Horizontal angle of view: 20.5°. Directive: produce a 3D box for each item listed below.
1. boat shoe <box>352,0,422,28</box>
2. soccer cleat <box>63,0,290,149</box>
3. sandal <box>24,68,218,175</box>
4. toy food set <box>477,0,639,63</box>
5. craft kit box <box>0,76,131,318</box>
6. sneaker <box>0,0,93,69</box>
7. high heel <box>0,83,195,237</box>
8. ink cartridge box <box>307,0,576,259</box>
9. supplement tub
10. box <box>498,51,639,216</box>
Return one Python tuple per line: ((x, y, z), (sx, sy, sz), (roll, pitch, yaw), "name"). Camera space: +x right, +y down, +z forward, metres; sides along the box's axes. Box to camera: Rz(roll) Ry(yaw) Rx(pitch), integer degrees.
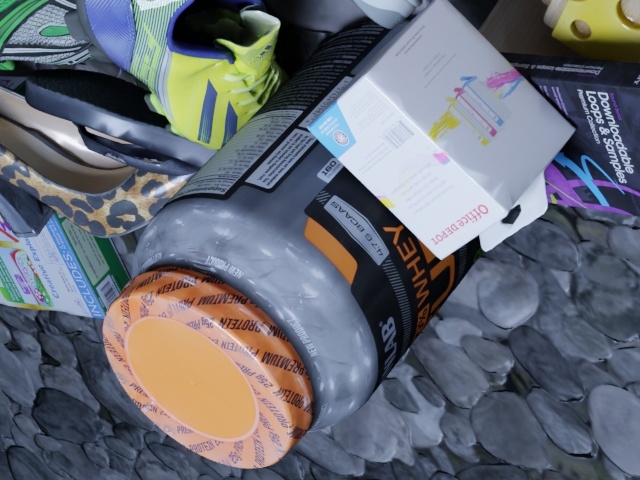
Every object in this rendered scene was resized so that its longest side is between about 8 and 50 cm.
((-0.015, -0.290, 1.155), (0.103, 0.118, 0.320), (-35, 100, 13), "boat shoe")
((-0.071, -0.131, 1.276), (0.121, 0.093, 0.289), (-1, 164, 24), "soccer cleat")
((-0.124, -0.075, 1.419), (0.254, 0.097, 0.054), (21, 109, 5), "sandal")
((0.221, -0.157, 1.077), (0.220, 0.092, 0.306), (34, 143, 10), "toy food set")
((-0.326, -0.043, 1.710), (0.247, 0.061, 0.250), (3, 129, 36), "craft kit box")
((-0.179, -0.217, 1.373), (0.343, 0.134, 0.146), (-6, 149, 40), "sneaker")
((-0.216, -0.093, 1.495), (0.261, 0.093, 0.186), (-11, 129, 31), "high heel")
((0.084, -0.065, 1.141), (0.143, 0.090, 0.092), (44, 149, -5), "ink cartridge box")
((0.000, 0.000, 1.245), (0.193, 0.316, 0.193), (24, 141, 22), "supplement tub")
((0.167, -0.069, 1.162), (0.162, 0.029, 0.116), (9, 139, 42), "box")
